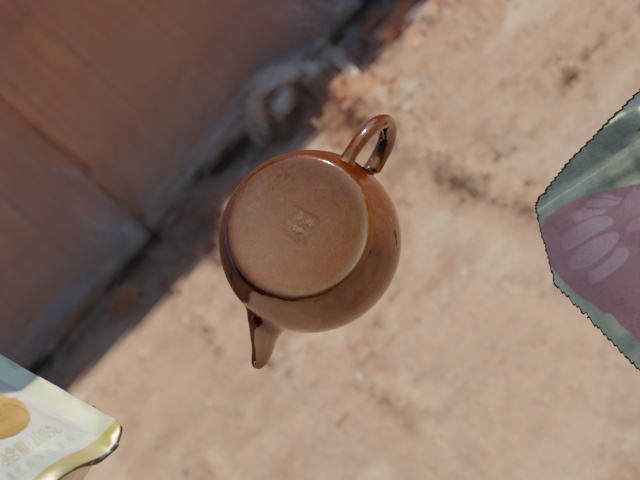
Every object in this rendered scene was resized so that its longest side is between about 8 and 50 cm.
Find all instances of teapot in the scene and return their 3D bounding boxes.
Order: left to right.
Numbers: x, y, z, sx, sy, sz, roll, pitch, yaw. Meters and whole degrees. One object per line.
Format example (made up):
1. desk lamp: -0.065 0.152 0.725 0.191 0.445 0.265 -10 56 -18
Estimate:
1. teapot: 0.000 0.000 1.098 0.173 0.116 0.116 -59 22 -5

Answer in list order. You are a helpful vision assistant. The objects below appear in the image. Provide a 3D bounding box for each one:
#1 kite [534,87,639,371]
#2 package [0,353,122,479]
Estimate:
1. kite: 0.225 0.066 0.567 0.204 0.360 0.022 -35 -16 15
2. package: -0.290 0.189 1.020 0.311 0.221 0.165 -32 -41 -49
